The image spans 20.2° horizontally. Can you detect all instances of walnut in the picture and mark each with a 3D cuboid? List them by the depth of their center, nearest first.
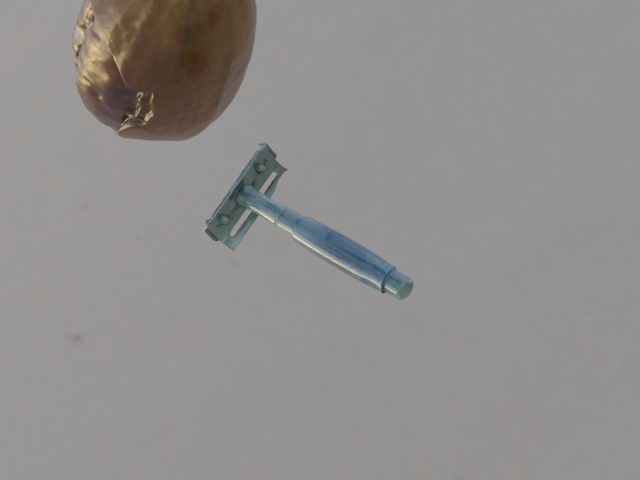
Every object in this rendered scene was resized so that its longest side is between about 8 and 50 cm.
[{"bbox_3d":[-0.102,-0.125,1.155,0.116,0.116,0.207,-54,-6,-26],"label":"walnut"}]

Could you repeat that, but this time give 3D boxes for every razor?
[{"bbox_3d":[0.000,0.000,1.080,0.068,0.135,0.040,-56,-27,-5],"label":"razor"}]
